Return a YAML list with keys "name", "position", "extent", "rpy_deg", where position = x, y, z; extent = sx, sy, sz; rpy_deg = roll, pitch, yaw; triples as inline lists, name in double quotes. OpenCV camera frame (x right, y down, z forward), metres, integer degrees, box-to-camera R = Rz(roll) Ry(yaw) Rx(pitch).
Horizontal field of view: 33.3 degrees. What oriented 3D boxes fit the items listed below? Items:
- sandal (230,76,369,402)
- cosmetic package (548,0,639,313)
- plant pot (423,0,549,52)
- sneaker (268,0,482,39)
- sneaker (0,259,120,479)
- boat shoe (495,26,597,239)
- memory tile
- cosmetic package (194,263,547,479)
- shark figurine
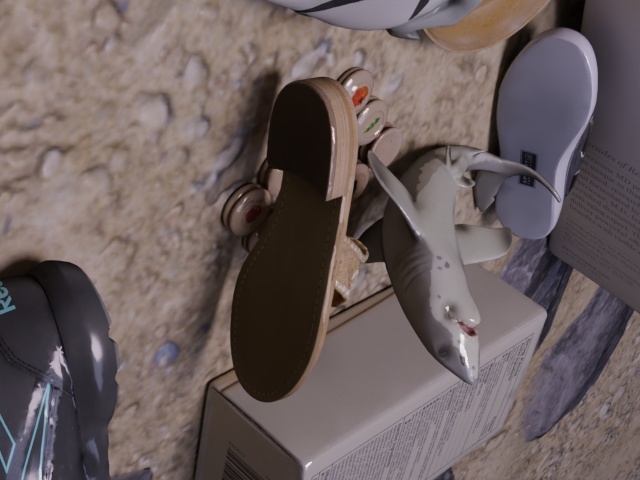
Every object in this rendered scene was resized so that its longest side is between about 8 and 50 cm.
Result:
- name: "sandal"
  position: [0.004, 0.003, 0.715]
  extent: [0.079, 0.088, 0.240]
  rpy_deg: [-16, 129, -39]
- name: "cosmetic package"
  position: [0.357, -0.137, 0.993]
  extent: [0.230, 0.161, 0.453]
  rpy_deg: [-42, 152, -20]
- name: "plant pot"
  position: [0.131, -0.241, 0.723]
  extent: [0.236, 0.032, 0.236]
  rpy_deg: [-35, 146, -28]
- name: "sneaker"
  position: [0.074, -0.202, 0.502]
  extent: [0.146, 0.122, 0.330]
  rpy_deg: [-6, 156, -39]
- name: "sneaker"
  position: [-0.165, 0.147, 0.602]
  extent: [0.106, 0.101, 0.267]
  rpy_deg: [-14, 102, -33]
- name: "boat shoe"
  position: [0.203, -0.099, 0.933]
  extent: [0.076, 0.080, 0.228]
  rpy_deg: [-52, 152, -36]
- name: "memory tile"
  position: [-0.001, -0.045, 0.759]
  extent: [0.148, 0.012, 0.113]
  rpy_deg: [-49, 150, -9]
- name: "cosmetic package"
  position: [0.046, 0.145, 0.922]
  extent: [0.309, 0.113, 0.160]
  rpy_deg: [-25, 139, -41]
- name: "shark figurine"
  position: [0.080, -0.018, 0.847]
  extent: [0.116, 0.166, 0.278]
  rpy_deg: [-34, -166, 35]
